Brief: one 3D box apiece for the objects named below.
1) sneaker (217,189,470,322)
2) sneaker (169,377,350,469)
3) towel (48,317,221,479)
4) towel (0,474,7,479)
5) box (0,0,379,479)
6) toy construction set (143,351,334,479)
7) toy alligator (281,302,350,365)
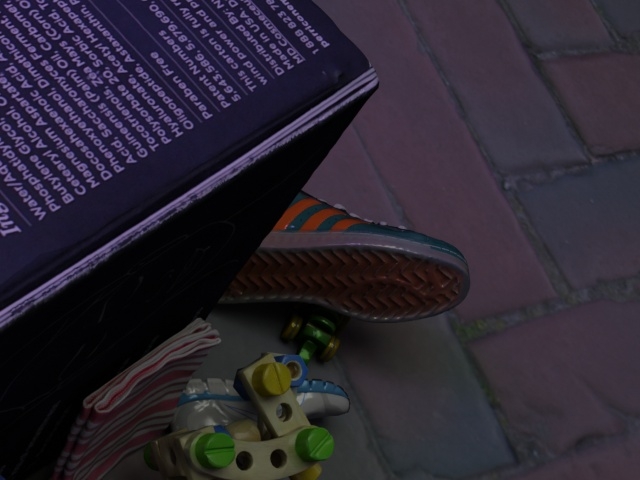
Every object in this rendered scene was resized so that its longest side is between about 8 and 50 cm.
[{"bbox_3d":[0.000,0.000,1.369,0.302,0.108,0.121,6,42,2],"label":"sneaker"},{"bbox_3d":[-0.059,0.175,1.301,0.190,0.071,0.083,0,71,-24],"label":"sneaker"},{"bbox_3d":[-0.163,0.156,1.156,0.029,0.197,0.144,43,47,13],"label":"towel"},{"bbox_3d":[-0.245,0.296,0.792,0.243,0.040,0.336,43,47,15],"label":"towel"},{"bbox_3d":[-0.285,0.011,0.996,0.297,0.480,0.472,46,48,6],"label":"box"},{"bbox_3d":[-0.042,0.268,1.174,0.215,0.151,0.328,-19,77,-35],"label":"toy construction set"},{"bbox_3d":[0.009,0.062,1.416,0.056,0.051,0.190,32,49,-9],"label":"toy alligator"}]
